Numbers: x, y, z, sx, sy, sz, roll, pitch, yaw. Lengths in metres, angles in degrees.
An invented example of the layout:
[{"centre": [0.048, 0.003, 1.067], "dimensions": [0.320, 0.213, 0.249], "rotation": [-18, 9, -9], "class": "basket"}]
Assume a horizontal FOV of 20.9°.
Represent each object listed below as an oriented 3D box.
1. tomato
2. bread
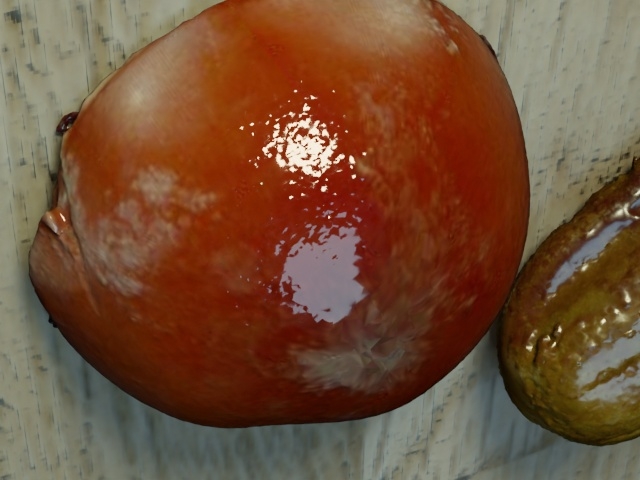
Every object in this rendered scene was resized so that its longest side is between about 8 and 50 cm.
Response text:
[{"centre": [0.000, 0.000, 0.719], "dimensions": [0.228, 0.112, 0.199], "rotation": [-26, 135, -11], "class": "tomato"}, {"centre": [0.230, -0.023, 0.845], "dimensions": [0.344, 0.084, 0.124], "rotation": [-40, 137, 7], "class": "bread"}]
